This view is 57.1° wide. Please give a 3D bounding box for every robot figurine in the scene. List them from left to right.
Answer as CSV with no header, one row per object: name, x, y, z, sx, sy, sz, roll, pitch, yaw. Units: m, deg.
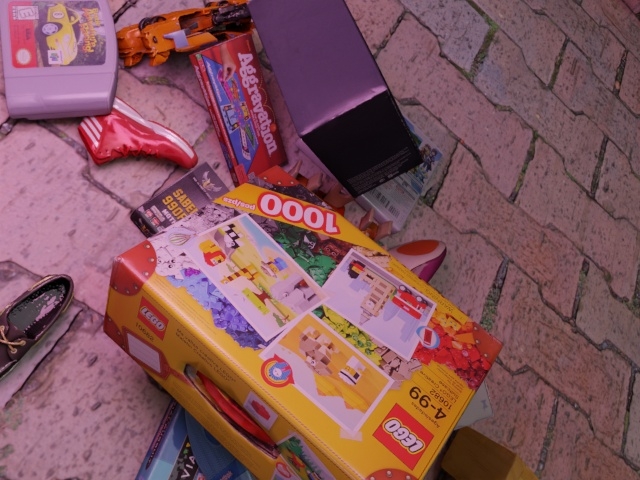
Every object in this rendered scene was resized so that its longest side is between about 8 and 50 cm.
robot figurine,-0.260,-0.431,1.202,0.291,0.211,0.085,-31,123,-34

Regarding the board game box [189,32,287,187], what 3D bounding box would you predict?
board game box,-0.161,-0.266,1.216,0.145,0.027,0.281,-38,124,-35

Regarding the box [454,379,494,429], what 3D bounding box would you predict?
box,0.208,0.318,1.206,0.149,0.232,0.126,-5,76,-33

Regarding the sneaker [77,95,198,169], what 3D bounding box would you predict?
sneaker,-0.355,-0.171,1.122,0.221,0.087,0.128,31,68,-6

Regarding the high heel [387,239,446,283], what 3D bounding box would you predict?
high heel,0.182,0.131,1.357,0.377,0.127,0.181,-29,120,-40

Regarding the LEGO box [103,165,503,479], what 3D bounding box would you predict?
LEGO box,-0.023,0.154,0.936,0.500,0.193,0.372,39,44,12

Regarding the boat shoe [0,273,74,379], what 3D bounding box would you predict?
boat shoe,-0.484,0.140,0.934,0.081,0.069,0.227,42,57,-13

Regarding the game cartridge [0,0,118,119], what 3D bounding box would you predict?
game cartridge,-0.476,-0.365,1.078,0.196,0.060,0.294,-7,75,-20

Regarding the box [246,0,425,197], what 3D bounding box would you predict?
box,0.037,-0.314,1.194,0.312,0.179,0.343,40,26,-62

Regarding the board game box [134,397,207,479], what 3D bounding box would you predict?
board game box,-0.134,0.400,1.061,0.336,0.079,0.253,31,60,-20

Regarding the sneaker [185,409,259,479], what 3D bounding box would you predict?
sneaker,-0.086,0.354,0.997,0.208,0.127,0.319,-14,72,-50

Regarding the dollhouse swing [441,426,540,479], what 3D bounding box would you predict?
dollhouse swing,0.368,0.646,1.218,0.305,0.315,0.347,-43,99,-12

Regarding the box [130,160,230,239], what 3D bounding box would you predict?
box,-0.225,-0.013,1.154,0.183,0.056,0.231,-42,99,-34

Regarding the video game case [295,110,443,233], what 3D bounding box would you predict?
video game case,0.133,-0.226,1.459,0.329,0.036,0.300,41,58,-13

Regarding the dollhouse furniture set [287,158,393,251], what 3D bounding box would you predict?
dollhouse furniture set,0.000,0.000,1.270,0.262,0.135,0.259,32,49,-20
